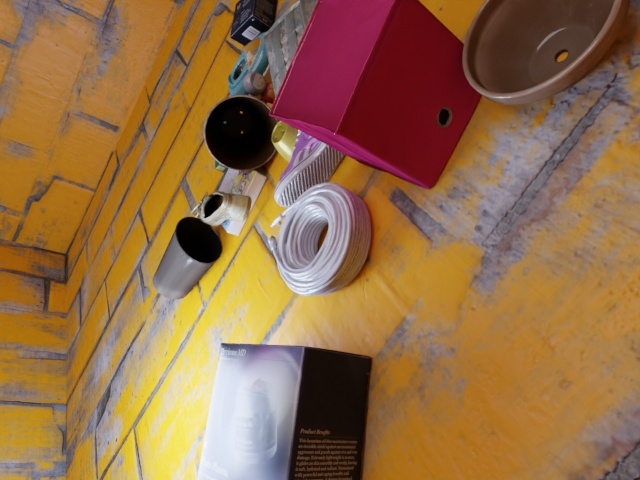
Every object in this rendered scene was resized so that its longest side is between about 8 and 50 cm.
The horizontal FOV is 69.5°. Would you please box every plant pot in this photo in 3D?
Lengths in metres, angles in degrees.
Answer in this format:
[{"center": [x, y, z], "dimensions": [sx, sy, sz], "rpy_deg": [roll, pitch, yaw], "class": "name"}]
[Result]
[{"center": [-0.073, -0.271, 1.227], "dimensions": [0.134, 0.095, 0.134], "rpy_deg": [-25, 55, 43], "class": "plant pot"}, {"center": [-0.248, -0.347, 1.416], "dimensions": [0.215, 0.215, 0.230], "rpy_deg": [-60, 23, 13], "class": "plant pot"}, {"center": [0.350, -0.308, 0.708], "dimensions": [0.237, 0.110, 0.237], "rpy_deg": [-25, 56, 44], "class": "plant pot"}]

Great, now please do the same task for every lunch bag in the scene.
[{"center": [0.008, -0.473, 1.136], "dimensions": [0.287, 0.169, 0.235], "rpy_deg": [-24, 72, 42], "class": "lunch bag"}]

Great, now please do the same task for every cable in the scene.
[{"center": [0.000, 0.000, 1.025], "dimensions": [0.257, 0.089, 0.257], "rpy_deg": [-42, 46, 31], "class": "cable"}]

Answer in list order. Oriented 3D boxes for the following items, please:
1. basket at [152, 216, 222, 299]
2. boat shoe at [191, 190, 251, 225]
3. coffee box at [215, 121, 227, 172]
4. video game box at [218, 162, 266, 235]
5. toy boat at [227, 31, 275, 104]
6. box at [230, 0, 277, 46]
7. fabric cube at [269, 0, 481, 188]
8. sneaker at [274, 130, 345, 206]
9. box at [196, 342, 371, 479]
[{"center": [-0.438, 0.071, 1.490], "dimensions": [0.227, 0.154, 0.204], "rpy_deg": [-50, 40, 30], "class": "basket"}, {"center": [-0.311, -0.106, 1.378], "dimensions": [0.285, 0.089, 0.104], "rpy_deg": [-4, 73, 50], "class": "boat shoe"}, {"center": [-0.326, -0.340, 1.616], "dimensions": [0.113, 0.040, 0.184], "rpy_deg": [-36, 48, 37], "class": "coffee box"}, {"center": [-0.262, -0.145, 1.446], "dimensions": [0.205, 0.048, 0.187], "rpy_deg": [-62, 36, 11], "class": "video game box"}, {"center": [-0.201, -0.528, 1.456], "dimensions": [0.267, 0.148, 0.318], "rpy_deg": [-51, 41, 23], "class": "toy boat"}, {"center": [-0.242, -0.817, 1.681], "dimensions": [0.156, 0.093, 0.158], "rpy_deg": [-14, 65, 48], "class": "box"}, {"center": [0.107, -0.283, 0.878], "dimensions": [0.259, 0.258, 0.254], "rpy_deg": [35, 101, 52], "class": "fabric cube"}, {"center": [-0.032, -0.221, 1.141], "dimensions": [0.282, 0.102, 0.161], "rpy_deg": [-48, 53, 10], "class": "sneaker"}, {"center": [-0.077, 0.354, 0.888], "dimensions": [0.296, 0.183, 0.294], "rpy_deg": [-13, 63, 48], "class": "box"}]
